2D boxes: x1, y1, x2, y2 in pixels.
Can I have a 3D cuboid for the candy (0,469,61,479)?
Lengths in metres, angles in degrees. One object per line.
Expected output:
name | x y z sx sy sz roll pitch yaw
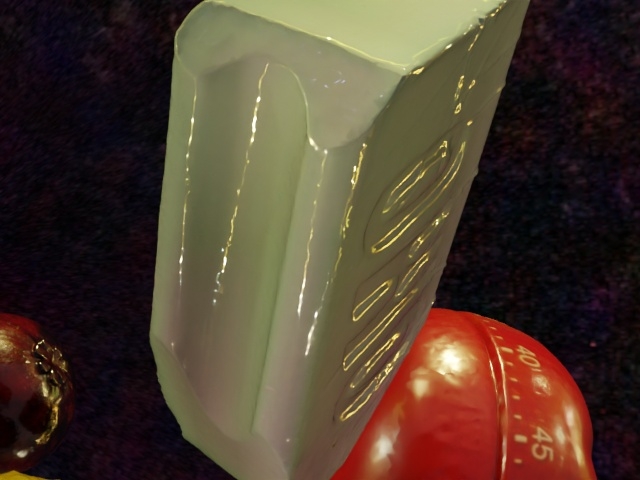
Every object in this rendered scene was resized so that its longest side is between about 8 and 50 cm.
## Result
candy | -0.270 0.325 0.944 0.260 0.118 0.260 -10 107 -33

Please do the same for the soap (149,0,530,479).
soap | 0.000 0.000 0.668 0.115 0.347 0.208 30 43 19

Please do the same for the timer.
timer | 0.098 0.253 1.094 0.279 0.378 0.378 17 80 -13

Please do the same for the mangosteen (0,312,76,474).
mangosteen | -0.349 0.169 1.148 0.200 0.200 0.199 1 87 -26
